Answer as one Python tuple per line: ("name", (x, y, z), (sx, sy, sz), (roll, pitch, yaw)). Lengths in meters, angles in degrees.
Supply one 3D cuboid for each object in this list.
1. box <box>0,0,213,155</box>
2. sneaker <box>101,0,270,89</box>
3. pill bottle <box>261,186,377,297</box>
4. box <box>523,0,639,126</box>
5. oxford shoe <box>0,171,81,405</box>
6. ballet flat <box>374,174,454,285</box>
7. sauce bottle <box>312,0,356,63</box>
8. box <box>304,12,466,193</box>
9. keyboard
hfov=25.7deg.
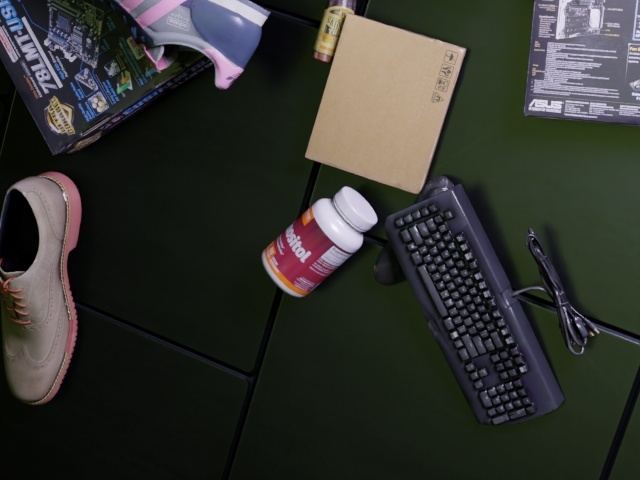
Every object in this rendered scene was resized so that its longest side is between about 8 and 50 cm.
("box", (-0.319, -0.316, 1.977), (0.293, 0.073, 0.295), (-31, 84, 18))
("sneaker", (-0.232, -0.301, 1.856), (0.319, 0.112, 0.131), (22, 96, 16))
("pill bottle", (0.000, 0.000, 1.880), (0.152, 0.086, 0.086), (-43, 79, 20))
("box", (0.408, -0.256, 1.688), (0.307, 0.076, 0.242), (7, 98, 22))
("oxford shoe", (-0.434, 0.075, 2.044), (0.123, 0.130, 0.348), (5, 97, 22))
("ballet flat", (0.127, -0.009, 1.857), (0.057, 0.049, 0.173), (30, 113, -12))
("sauce bottle", (0.023, -0.299, 1.863), (0.042, 0.042, 0.128), (19, 104, 20))
("box", (0.083, -0.180, 1.846), (0.164, 0.021, 0.201), (19, 103, 9))
("keyboard", (0.226, 0.078, 1.798), (0.201, 0.033, 0.317), (-25, 96, 23))
